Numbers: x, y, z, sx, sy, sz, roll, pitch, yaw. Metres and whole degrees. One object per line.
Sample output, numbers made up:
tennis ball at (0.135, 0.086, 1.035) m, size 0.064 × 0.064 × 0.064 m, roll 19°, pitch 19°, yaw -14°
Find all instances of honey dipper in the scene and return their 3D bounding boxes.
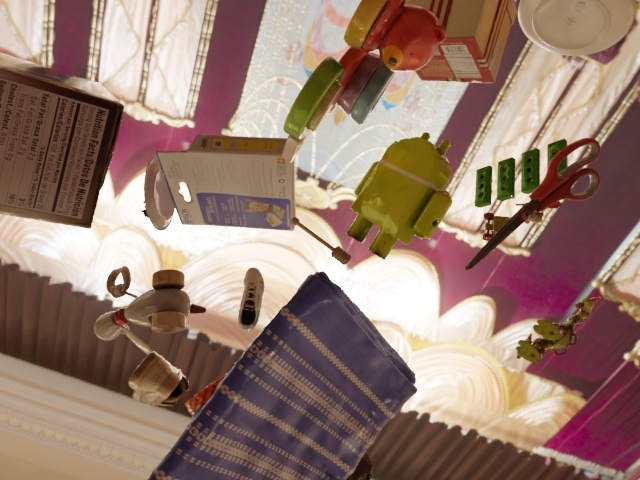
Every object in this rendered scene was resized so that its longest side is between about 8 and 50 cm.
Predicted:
honey dipper at (0.000, 0.000, 1.110) m, size 0.161 × 0.030 × 0.030 m, roll 36°, pitch -155°, yaw -23°

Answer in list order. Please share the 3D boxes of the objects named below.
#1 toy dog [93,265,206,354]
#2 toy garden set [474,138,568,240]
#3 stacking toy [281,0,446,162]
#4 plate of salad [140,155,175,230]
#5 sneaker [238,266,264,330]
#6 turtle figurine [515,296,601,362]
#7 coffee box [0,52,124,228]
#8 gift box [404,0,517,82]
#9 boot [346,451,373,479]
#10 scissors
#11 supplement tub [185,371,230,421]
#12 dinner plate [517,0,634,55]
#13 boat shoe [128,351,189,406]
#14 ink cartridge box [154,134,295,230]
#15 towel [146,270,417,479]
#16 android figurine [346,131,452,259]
toy dog at (-0.439, 0.193, 1.357) m, size 0.334 × 0.220 × 0.161 m, roll 0°, pitch 160°, yaw 39°
toy garden set at (0.493, -0.111, 1.248) m, size 0.049 × 0.244 × 0.203 m, roll 21°, pitch -113°, yaw -32°
stacking toy at (0.065, -0.239, 0.845) m, size 0.130 × 0.279 × 0.309 m, roll 34°, pitch 169°, yaw -1°
plate of salad at (-0.431, -0.124, 1.348) m, size 0.048 × 0.199 × 0.200 m, roll 1°, pitch -149°, yaw 6°
sneaker at (-0.253, 0.215, 1.882) m, size 0.085 × 0.237 × 0.086 m, roll 6°, pitch 173°, yaw -6°
turtle figurine at (0.553, 0.237, 1.227) m, size 0.217 × 0.269 × 0.087 m, roll -2°, pitch -128°, yaw -47°
coffee box at (-0.339, -0.114, 0.421) m, size 0.297 × 0.118 × 0.168 m, roll 11°, pitch -166°, yaw -34°
gift box at (0.359, -0.586, 1.316) m, size 0.255 × 0.258 × 0.276 m, roll 14°, pitch 173°, yaw 29°
boot at (0.081, 0.571, 1.171) m, size 0.137 × 0.077 × 0.198 m, roll 15°, pitch -135°, yaw -33°
scissors at (0.345, -0.064, 0.841) m, size 0.297 × 0.109 × 0.021 m, roll -30°, pitch -152°, yaw -7°
supplement tub at (-0.213, 0.543, 1.400) m, size 0.207 × 0.207 × 0.338 m, roll -24°, pitch -105°, yaw -50°
dinner plate at (0.330, -0.290, 0.670) m, size 0.141 × 0.141 × 0.017 m, roll 24°, pitch -107°, yaw 3°
boat shoe at (-0.400, 0.375, 1.296) m, size 0.110 × 0.341 × 0.121 m, roll 33°, pitch -112°, yaw 3°
ink cartridge box at (-0.214, -0.135, 1.258) m, size 0.307 × 0.303 × 0.072 m, roll 5°, pitch -121°, yaw 0°
towel at (-0.044, 0.214, 0.450) m, size 0.040 × 0.243 × 0.336 m, roll 25°, pitch -109°, yaw 41°
android figurine at (0.165, -0.100, 1.054) m, size 0.056 × 0.273 × 0.248 m, roll 28°, pitch -175°, yaw -39°
